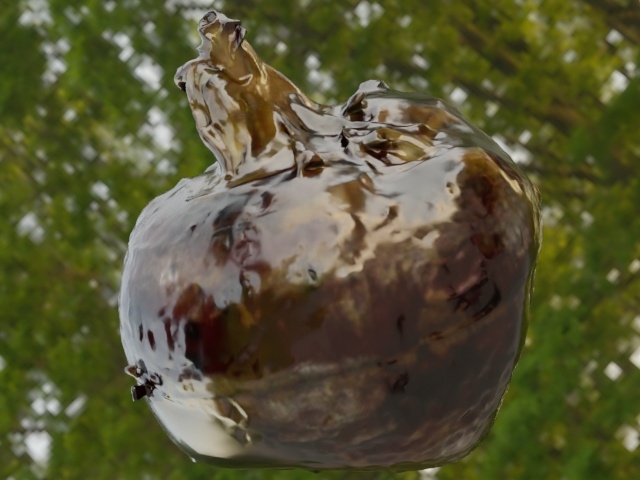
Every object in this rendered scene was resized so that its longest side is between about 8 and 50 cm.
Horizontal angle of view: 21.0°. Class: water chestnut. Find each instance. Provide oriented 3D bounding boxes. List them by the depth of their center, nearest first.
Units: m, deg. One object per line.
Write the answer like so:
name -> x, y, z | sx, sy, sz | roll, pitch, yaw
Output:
water chestnut -> 0.000, 0.000, 1.213 | 0.335, 0.335, 0.346 | -24, -76, -44
